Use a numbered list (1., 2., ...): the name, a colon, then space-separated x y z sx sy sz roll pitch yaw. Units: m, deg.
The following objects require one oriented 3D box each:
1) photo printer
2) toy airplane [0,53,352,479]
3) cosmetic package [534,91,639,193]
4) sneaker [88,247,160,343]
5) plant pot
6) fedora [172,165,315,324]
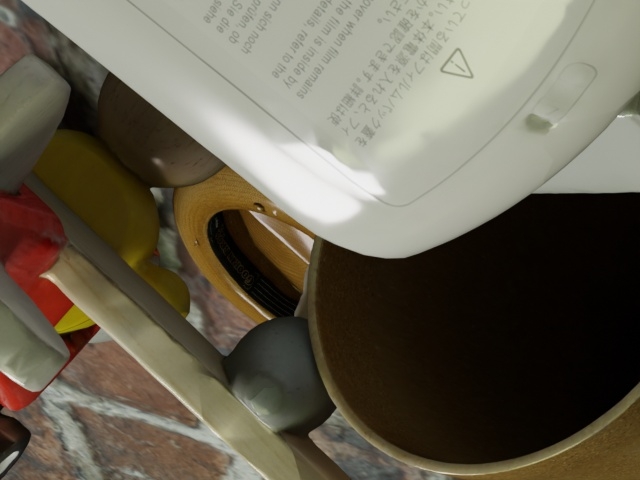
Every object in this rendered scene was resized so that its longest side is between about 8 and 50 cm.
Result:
1. photo printer: -0.003 -0.149 0.639 0.307 0.107 0.256 38 132 0
2. toy airplane: -0.149 -0.022 0.910 0.384 0.272 0.386 24 152 49
3. cosmetic package: 0.076 -0.087 0.795 0.231 0.117 0.085 3 159 39
4. sneaker: -0.176 -0.015 1.203 0.108 0.100 0.271 -5 146 3
5. plant pot: 0.164 0.044 0.889 0.237 0.237 0.254 -1 157 42
6. fedora: 0.000 0.000 1.075 0.194 0.079 0.194 25 150 15
